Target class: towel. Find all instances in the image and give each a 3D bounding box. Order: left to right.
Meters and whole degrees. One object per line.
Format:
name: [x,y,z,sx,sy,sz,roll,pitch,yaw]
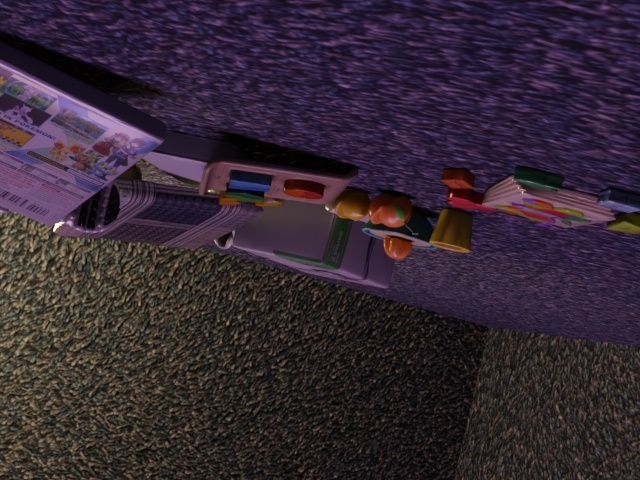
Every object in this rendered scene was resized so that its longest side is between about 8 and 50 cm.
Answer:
towel: [-0.308,-0.052,2.168,0.312,0.056,0.324,6,164,-29]

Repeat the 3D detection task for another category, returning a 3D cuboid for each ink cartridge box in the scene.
ink cartridge box: [0.000,0.000,2.293,0.211,0.121,0.289,11,174,31]

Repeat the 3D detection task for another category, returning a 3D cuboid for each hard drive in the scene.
hard drive: [-0.190,-0.125,1.959,0.203,0.040,0.307,12,175,14]

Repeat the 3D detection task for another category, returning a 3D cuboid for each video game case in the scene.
video game case: [-0.422,-0.146,1.547,0.329,0.036,0.300,26,142,-33]

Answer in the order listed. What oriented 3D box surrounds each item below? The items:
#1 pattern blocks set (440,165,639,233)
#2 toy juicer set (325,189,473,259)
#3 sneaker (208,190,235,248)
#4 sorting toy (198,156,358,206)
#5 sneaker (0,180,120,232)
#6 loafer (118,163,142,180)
pattern blocks set: [0.303,-0.049,1.596,0.286,0.026,0.325,13,174,5]
toy juicer set: [0.105,-0.021,2.016,0.209,0.089,0.329,16,174,-20]
sneaker: [-0.184,-0.037,2.403,0.090,0.115,0.232,12,174,21]
sorting toy: [-0.077,-0.076,1.858,0.229,0.041,0.307,4,171,-8]
sneaker: [-0.437,-0.083,1.849,0.118,0.110,0.292,11,176,38]
loafer: [-0.419,-0.130,2.136,0.092,0.101,0.268,17,177,40]
